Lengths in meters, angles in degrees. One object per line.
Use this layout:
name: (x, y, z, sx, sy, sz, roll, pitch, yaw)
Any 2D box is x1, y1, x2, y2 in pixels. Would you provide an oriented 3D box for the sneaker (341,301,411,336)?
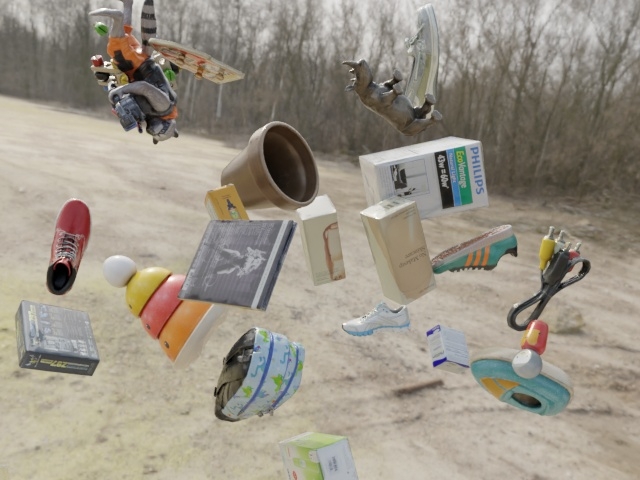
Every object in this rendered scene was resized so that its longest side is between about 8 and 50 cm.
sneaker: (0.150, 0.208, 1.548, 0.191, 0.083, 0.071, -6, 17, -7)

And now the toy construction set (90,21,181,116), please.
toy construction set: (-0.587, -0.514, 1.853, 0.257, 0.308, 0.237, -11, 39, -43)

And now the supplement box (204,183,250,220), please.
supplement box: (-0.222, -0.026, 1.486, 0.078, 0.233, 0.080, -19, -14, -25)

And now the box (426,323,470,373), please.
box: (0.440, 0.374, 1.958, 0.126, 0.072, 0.137, 20, 47, -30)

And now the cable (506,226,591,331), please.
cable: (0.589, 0.115, 1.477, 0.139, 0.287, 0.072, 27, 6, -11)

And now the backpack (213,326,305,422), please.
backpack: (-0.198, 0.416, 1.821, 0.273, 0.355, 0.290, 15, 55, 0)

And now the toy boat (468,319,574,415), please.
toy boat: (0.506, 0.337, 1.436, 0.267, 0.318, 0.148, 18, 54, 21)

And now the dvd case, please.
dvd case: (-0.151, 0.038, 1.009, 0.221, 0.164, 0.018, 1, -27, 40)

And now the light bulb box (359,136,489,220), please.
light bulb box: (0.352, -0.217, 2.014, 0.361, 0.225, 0.358, -12, 14, -1)

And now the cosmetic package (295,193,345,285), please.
cosmetic package: (0.000, 0.000, 2.096, 0.129, 0.296, 0.153, -15, 35, -6)

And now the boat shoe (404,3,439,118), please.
boat shoe: (0.261, -0.460, 1.525, 0.103, 0.320, 0.118, 2, 28, 6)

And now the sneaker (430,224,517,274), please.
sneaker: (0.505, 0.061, 1.859, 0.302, 0.121, 0.108, -23, 8, 1)

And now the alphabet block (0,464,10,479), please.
alphabet block: (-0.856, 0.652, 1.339, 0.197, 0.193, 0.192, 51, -8, 35)

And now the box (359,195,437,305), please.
box: (0.248, 0.032, 1.799, 0.148, 0.311, 0.121, -28, 23, -19)

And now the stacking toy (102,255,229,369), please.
stacking toy: (-0.594, 0.217, 2.104, 0.480, 0.350, 0.350, 34, 12, 0)

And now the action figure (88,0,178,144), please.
action figure: (-0.400, -0.365, 1.283, 0.179, 0.330, 0.341, -22, 36, -12)

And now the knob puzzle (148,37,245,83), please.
knob puzzle: (-0.283, -0.384, 1.242, 0.213, 0.030, 0.213, 19, 0, 0)

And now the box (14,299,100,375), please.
box: (-0.702, 0.258, 1.513, 0.183, 0.059, 0.233, 20, 16, -38)

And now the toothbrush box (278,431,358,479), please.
toothbrush box: (-0.005, 0.720, 1.769, 0.122, 0.206, 0.283, -10, -8, -28)

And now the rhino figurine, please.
rhino figurine: (0.145, -0.317, 1.257, 0.243, 0.073, 0.106, 33, -37, -12)

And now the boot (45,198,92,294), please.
boot: (-0.599, 0.010, 1.361, 0.088, 0.244, 0.176, 12, -11, -22)

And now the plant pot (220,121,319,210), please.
plant pot: (-0.168, -0.194, 1.708, 0.229, 0.263, 0.263, -19, -8, 35)
